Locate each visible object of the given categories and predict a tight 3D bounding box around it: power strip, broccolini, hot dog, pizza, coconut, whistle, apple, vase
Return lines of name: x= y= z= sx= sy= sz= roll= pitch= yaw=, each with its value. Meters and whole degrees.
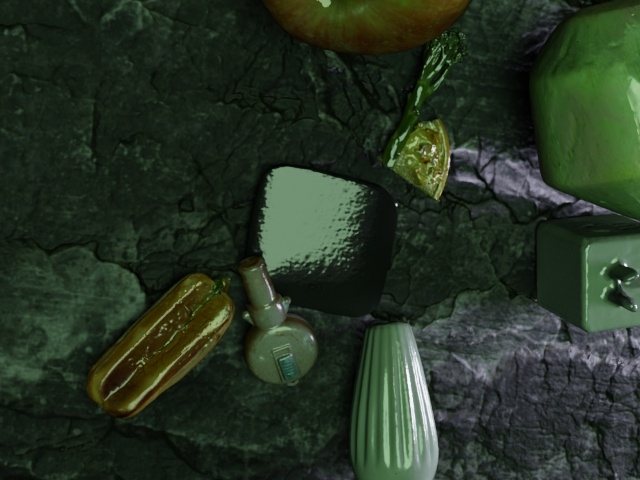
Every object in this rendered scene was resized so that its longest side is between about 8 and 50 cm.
power strip: x=0.416 y=0.049 z=1.987 sx=0.140 sy=0.224 sz=0.139 roll=-4 pitch=102 yaw=-16
broccolini: x=0.145 y=-0.201 z=1.952 sx=0.067 sy=0.058 sz=0.216 roll=24 pitch=96 yaw=14
hot dog: x=-0.213 y=0.141 z=1.911 sx=0.104 sy=0.076 sz=0.250 roll=43 pitch=83 yaw=0
pizza: x=0.134 y=-0.113 z=1.980 sx=0.109 sy=0.026 sz=0.122 roll=-4 pitch=103 yaw=-13
coconut: x=0.440 y=-0.173 z=1.926 sx=0.328 sy=0.281 sz=0.328 roll=7 pitch=81 yaw=-51
whistle: x=-0.066 y=0.120 z=1.934 sx=0.107 sy=0.057 sz=0.220 roll=-19 pitch=119 yaw=-3
apple: x=0.060 y=-0.385 z=1.791 sx=0.309 sy=0.250 sz=0.277 roll=29 pitch=125 yaw=-4
vase: x=0.102 y=0.237 z=1.994 sx=0.128 sy=0.128 sz=0.248 roll=-3 pitch=93 yaw=-15

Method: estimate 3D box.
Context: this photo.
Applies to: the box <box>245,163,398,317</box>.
box: x=0.000 y=0.000 z=1.955 sx=0.213 sy=0.042 sz=0.201 roll=10 pitch=98 yaw=-17
